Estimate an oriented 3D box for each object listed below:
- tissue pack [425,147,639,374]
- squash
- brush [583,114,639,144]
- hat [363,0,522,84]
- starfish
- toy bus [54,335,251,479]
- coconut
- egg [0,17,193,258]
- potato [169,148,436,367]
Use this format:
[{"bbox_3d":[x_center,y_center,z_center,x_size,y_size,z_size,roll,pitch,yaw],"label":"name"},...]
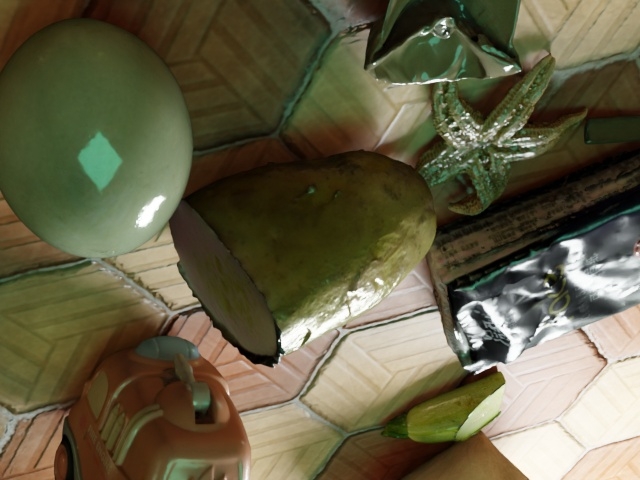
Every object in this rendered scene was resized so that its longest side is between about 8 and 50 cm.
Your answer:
[{"bbox_3d":[0.306,0.036,1.553,0.332,0.123,0.245,-22,138,-1],"label":"tissue pack"},{"bbox_3d":[0.187,0.264,1.786,0.200,0.075,0.090,-21,166,0],"label":"squash"},{"bbox_3d":[0.393,-0.138,1.477,0.190,0.027,0.034,-6,101,-27],"label":"brush"},{"bbox_3d":[0.117,-0.247,1.210,0.166,0.144,0.173,2,91,-24],"label":"hat"},{"bbox_3d":[0.185,-0.122,1.387,0.277,0.062,0.236,-15,134,-3],"label":"starfish"},{"bbox_3d":[-0.191,0.243,1.446,0.194,0.288,0.232,2,118,-28],"label":"toy bus"},{"bbox_3d":[0.227,0.455,1.876,0.329,0.329,0.329,-13,139,-12],"label":"coconut"},{"bbox_3d":[-0.211,-0.092,1.114,0.186,0.186,0.253,-14,143,-11],"label":"egg"},{"bbox_3d":[0.000,0.000,1.330,0.266,0.229,0.229,-26,143,-21],"label":"potato"}]
